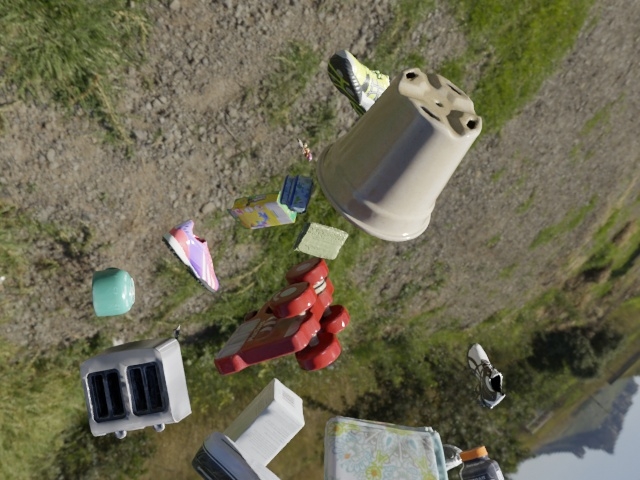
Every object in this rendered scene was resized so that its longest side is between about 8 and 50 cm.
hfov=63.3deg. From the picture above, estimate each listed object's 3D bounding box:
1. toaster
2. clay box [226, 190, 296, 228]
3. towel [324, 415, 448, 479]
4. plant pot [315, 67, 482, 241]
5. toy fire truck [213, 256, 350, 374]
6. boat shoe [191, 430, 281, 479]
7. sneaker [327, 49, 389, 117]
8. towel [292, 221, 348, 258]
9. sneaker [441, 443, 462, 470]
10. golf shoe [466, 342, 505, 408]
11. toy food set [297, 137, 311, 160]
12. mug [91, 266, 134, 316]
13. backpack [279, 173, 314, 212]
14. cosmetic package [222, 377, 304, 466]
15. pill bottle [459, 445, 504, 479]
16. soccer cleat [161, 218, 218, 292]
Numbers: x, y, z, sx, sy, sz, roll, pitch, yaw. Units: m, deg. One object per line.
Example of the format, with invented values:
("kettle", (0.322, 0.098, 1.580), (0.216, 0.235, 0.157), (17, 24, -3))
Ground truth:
("toaster", (-0.353, 0.275, 1.006), (0.168, 0.186, 0.110), (-10, 179, 2))
("clay box", (-0.212, -0.105, 1.857), (0.127, 0.222, 0.053), (54, 40, -44))
("towel", (0.165, 0.626, 1.291), (0.320, 0.374, 0.090), (9, 129, -7))
("plant pot", (0.204, -0.221, 1.237), (0.333, 0.334, 0.305), (-17, 155, -40))
("toy fire truck", (-0.087, 0.179, 1.181), (0.253, 0.169, 0.302), (-19, -164, 19))
("boat shoe", (-0.196, 0.654, 1.367), (0.119, 0.335, 0.121), (-51, 166, 3))
("sneaker", (0.150, -0.550, 1.809), (0.147, 0.145, 0.384), (-49, 150, 3))
("towel", (0.000, 0.000, 1.540), (0.148, 0.027, 0.110), (14, 122, -26))
("sneaker", (0.436, 0.857, 1.976), (0.232, 0.090, 0.115), (-13, 119, -8))
("golf shoe", (0.494, 0.387, 1.527), (0.077, 0.198, 0.094), (13, 141, -26))
("toy food set", (-0.055, -0.336, 1.941), (0.019, 0.078, 0.122), (-21, 174, 9))
("mug", (-0.587, 0.135, 1.482), (0.097, 0.158, 0.129), (-4, 159, -12))
("backpack", (-0.064, -0.127, 1.384), (0.114, 0.084, 0.105), (-160, -97, -82))
("cosmetic package", (-0.246, 0.726, 1.922), (0.385, 0.156, 0.217), (-48, -173, 3))
("pill bottle", (0.527, 0.792, 1.658), (0.130, 0.246, 0.130), (-15, 158, -6))
("soccer cleat", (-0.417, 0.062, 1.792), (0.116, 0.108, 0.318), (-42, 136, -15))
